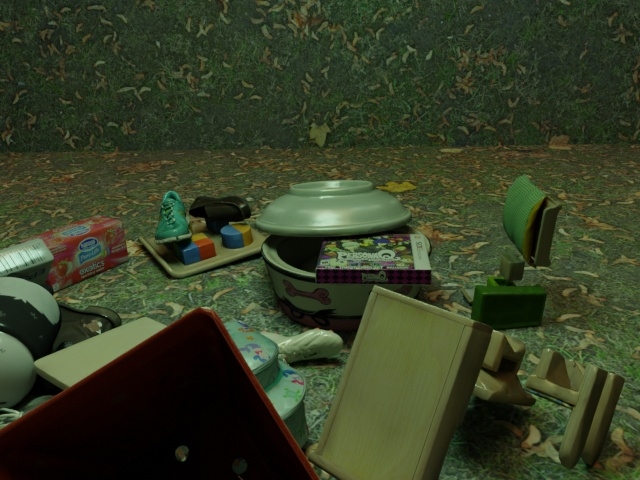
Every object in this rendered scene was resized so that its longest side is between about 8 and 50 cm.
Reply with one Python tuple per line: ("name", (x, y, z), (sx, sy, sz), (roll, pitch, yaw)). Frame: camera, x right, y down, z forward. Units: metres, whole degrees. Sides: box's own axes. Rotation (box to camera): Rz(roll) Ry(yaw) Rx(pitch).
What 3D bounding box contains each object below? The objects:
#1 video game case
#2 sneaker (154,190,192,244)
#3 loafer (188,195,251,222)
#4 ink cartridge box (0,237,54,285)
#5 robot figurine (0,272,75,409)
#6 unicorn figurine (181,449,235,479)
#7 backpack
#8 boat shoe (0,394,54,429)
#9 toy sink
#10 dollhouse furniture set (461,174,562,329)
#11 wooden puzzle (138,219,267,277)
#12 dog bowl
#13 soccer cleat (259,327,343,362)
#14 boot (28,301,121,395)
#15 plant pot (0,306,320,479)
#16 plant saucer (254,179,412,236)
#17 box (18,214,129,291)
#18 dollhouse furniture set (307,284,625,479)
("video game case", (0.113, 0.037, 1.241), (0.232, 0.042, 0.210), (0, 20, 6))
("sneaker", (-0.435, -0.064, 1.679), (0.107, 0.110, 0.275), (-11, 25, -11))
("loafer", (-0.306, -0.083, 1.748), (0.220, 0.080, 0.078), (3, 34, 31))
("ink cartridge box", (-0.736, 0.157, 1.177), (0.071, 0.330, 0.324), (49, 42, 11))
("robot figurine", (-0.569, 0.178, 1.029), (0.209, 0.174, 0.278), (-9, 31, -2))
("unicorn figurine", (-0.185, 0.346, 0.816), (0.111, 0.162, 0.060), (27, 18, 0))
("backpack", (-0.144, 0.256, 0.933), (0.225, 0.191, 0.253), (-18, 31, -37))
("boat shoe", (-0.490, 0.328, 0.868), (0.118, 0.103, 0.320), (5, 22, 15))
("toy sink", (-0.351, 0.250, 1.023), (0.152, 0.131, 0.234), (13, 21, 33))
("dollhouse furniture set", (0.407, 0.022, 1.306), (0.151, 0.302, 0.197), (-2, 24, -7))
("wooden puzzle", (-0.342, -0.009, 1.755), (0.347, 0.081, 0.322), (-14, 24, -29))
("dog bowl", (0.062, 0.075, 1.414), (0.407, 0.151, 0.408), (-2, 21, 1))
("soccer cleat", (-0.052, 0.220, 1.173), (0.196, 0.068, 0.076), (-3, 25, 17))
("boot", (-0.552, 0.222, 1.177), (0.262, 0.091, 0.229), (-4, 27, 9))
("plant pot", (-0.152, 0.278, 0.646), (0.267, 0.236, 0.267), (-32, 70, -12))
("plant saucer", (0.030, -0.093, 1.470), (0.400, 0.101, 0.400), (-2, 11, 0))
("box", (-0.679, 0.031, 1.614), (0.122, 0.128, 0.257), (12, 25, 32))
("dollhouse furniture set", (0.201, 0.248, 0.884), (0.362, 0.257, 0.394), (18, -4, 39))
